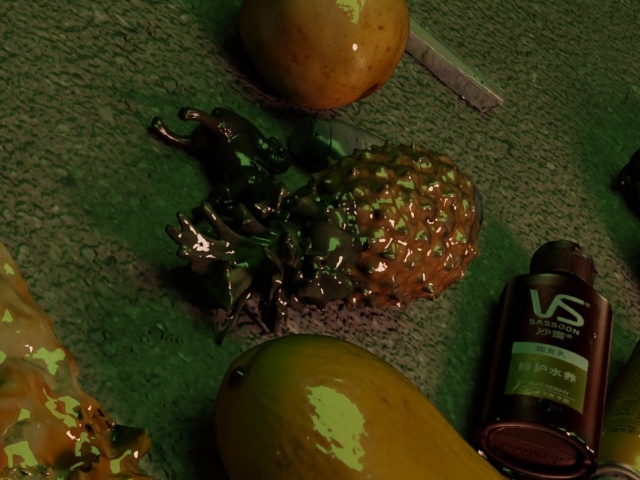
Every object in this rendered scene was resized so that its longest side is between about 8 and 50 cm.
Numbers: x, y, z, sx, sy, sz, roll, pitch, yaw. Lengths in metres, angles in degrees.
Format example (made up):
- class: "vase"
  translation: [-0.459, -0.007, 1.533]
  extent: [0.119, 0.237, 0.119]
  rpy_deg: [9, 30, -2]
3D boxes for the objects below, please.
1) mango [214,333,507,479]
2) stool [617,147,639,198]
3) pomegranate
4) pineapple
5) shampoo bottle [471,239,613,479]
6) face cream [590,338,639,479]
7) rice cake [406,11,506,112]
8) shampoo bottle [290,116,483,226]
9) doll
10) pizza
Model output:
- class: "mango"
  translation: [0.049, 0.205, 1.388]
  extent: [0.332, 0.142, 0.195]
  rpy_deg: [41, 38, -13]
- class: "stool"
  translation: [0.486, -0.071, 2.185]
  extent: [0.217, 0.125, 0.121]
  rpy_deg: [-2, 57, -37]
- class: "pomegranate"
  translation: [-0.002, -0.237, 1.777]
  extent: [0.196, 0.196, 0.196]
  rpy_deg: [29, 37, -25]
- class: "pineapple"
  translation: [0.000, 0.000, 1.539]
  extent: [0.340, 0.169, 0.169]
  rpy_deg: [-10, 63, -49]
- class: "shampoo bottle"
  translation: [0.237, 0.116, 1.730]
  extent: [0.129, 0.084, 0.323]
  rpy_deg: [14, 36, 6]
- class: "face cream"
  translation: [0.338, 0.201, 1.744]
  extent: [0.105, 0.105, 0.349]
  rpy_deg: [46, 33, 0]
- class: "rice cake"
  translation: [0.140, -0.229, 2.042]
  extent: [0.211, 0.034, 0.043]
  rpy_deg: [38, 31, -12]
- class: "shampoo bottle"
  translation: [0.072, -0.068, 1.782]
  extent: [0.234, 0.049, 0.087]
  rpy_deg: [23, 42, -32]
- class: "doll"
  translation: [-0.080, -0.076, 1.622]
  extent: [0.165, 0.057, 0.139]
  rpy_deg: [7, 47, -51]
- class: "pizza"
  translation: [-0.265, 0.125, 1.181]
  extent: [0.392, 0.080, 0.435]
  rpy_deg: [38, 36, -12]
